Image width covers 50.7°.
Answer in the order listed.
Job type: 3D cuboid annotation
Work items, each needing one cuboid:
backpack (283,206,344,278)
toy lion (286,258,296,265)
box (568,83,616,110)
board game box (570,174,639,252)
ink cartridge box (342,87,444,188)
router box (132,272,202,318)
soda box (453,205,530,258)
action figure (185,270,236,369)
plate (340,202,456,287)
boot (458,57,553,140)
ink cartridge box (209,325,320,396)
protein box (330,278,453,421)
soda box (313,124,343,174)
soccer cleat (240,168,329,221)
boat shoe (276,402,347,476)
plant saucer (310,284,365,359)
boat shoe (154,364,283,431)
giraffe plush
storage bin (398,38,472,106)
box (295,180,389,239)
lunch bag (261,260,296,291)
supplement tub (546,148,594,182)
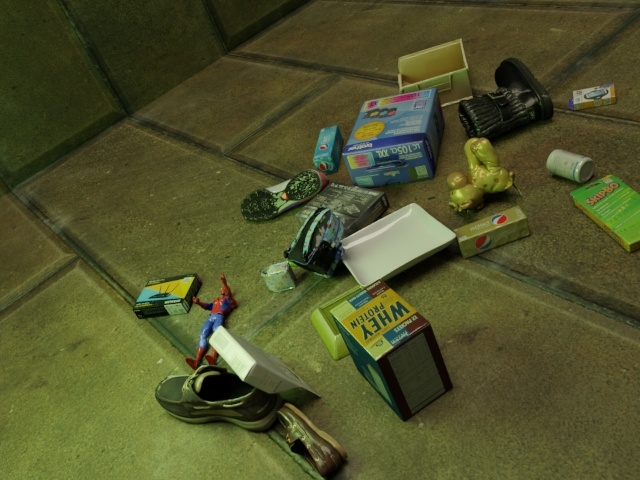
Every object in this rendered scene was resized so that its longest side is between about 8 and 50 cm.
[{"bbox_3d":[0.000,0.000,1.850,0.158,0.117,0.173,9,71,63],"label":"backpack"},{"bbox_3d":[-0.051,0.040,1.975,0.096,0.034,0.100,-45,39,-16],"label":"toy lion"},{"bbox_3d":[0.837,-0.442,2.085,0.136,0.028,0.081,-5,39,23],"label":"box"},{"bbox_3d":[0.731,-0.073,1.647,0.124,0.039,0.259,-24,37,0],"label":"board game box"},{"bbox_3d":[0.239,-0.312,2.170,0.270,0.151,0.395,-7,39,24],"label":"ink cartridge box"},{"bbox_3d":[-0.461,0.167,2.036,0.178,0.046,0.133,-9,37,22],"label":"router box"},{"bbox_3d":[0.439,-0.021,1.730,0.181,0.061,0.058,-20,34,6],"label":"soda box"},{"bbox_3d":[-0.300,0.197,1.827,0.091,0.139,0.280,-10,34,18],"label":"action figure"},{"bbox_3d":[0.194,0.017,1.820,0.278,0.045,0.277,-28,27,-5],"label":"plate"},{"bbox_3d":[0.561,-0.455,2.177,0.260,0.131,0.348,-21,35,5],"label":"boot"},{"bbox_3d":[-0.128,0.293,1.535,0.056,0.224,0.181,-53,39,-4],"label":"ink cartridge box"},{"bbox_3d":[0.150,0.231,1.442,0.136,0.201,0.200,-32,35,-12],"label":"protein box"},{"bbox_3d":[0.029,-0.318,2.367,0.067,0.071,0.210,-12,36,19],"label":"soda box"},{"bbox_3d":[-0.116,-0.142,2.213,0.318,0.109,0.116,-23,-7,24],"label":"soccer cleat"},{"bbox_3d":[-0.035,0.417,1.420,0.073,0.073,0.207,-38,36,-22],"label":"boat shoe"},{"bbox_3d":[0.077,0.186,1.685,0.188,0.045,0.188,-29,34,-6],"label":"plant saucer"},{"bbox_3d":[-0.253,0.348,1.591,0.355,0.130,0.132,-2,40,29],"label":"boat shoe"},{"bbox_3d":[0.425,-0.159,1.869,0.170,0.181,0.210,-35,69,2],"label":"giraffe plush"},{"bbox_3d":[0.410,-0.594,2.463,0.260,0.123,0.262,-13,36,15],"label":"storage bin"},{"bbox_3d":[0.066,-0.092,2.055,0.231,0.056,0.183,16,51,44],"label":"box"},{"bbox_3d":[-0.118,0.102,1.893,0.083,0.071,0.053,-16,33,13],"label":"lunch bag"},{"bbox_3d":[0.675,-0.201,1.822,0.071,0.071,0.107,-35,36,-16],"label":"supplement tub"}]
